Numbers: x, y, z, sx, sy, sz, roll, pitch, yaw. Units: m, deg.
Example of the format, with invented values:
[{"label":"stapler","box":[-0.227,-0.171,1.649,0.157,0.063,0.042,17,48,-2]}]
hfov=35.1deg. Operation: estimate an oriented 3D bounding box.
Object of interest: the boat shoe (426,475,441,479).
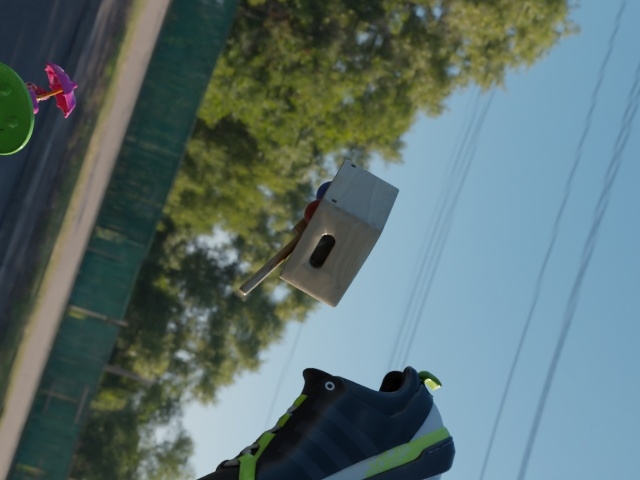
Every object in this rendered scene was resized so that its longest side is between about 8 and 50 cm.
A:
[{"label":"boat shoe","box":[0.070,0.295,1.187,0.219,0.070,0.078,-28,118,-49]}]

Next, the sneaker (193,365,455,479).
[{"label":"sneaker","box":[-0.013,0.141,0.709,0.084,0.234,0.097,-36,-113,56]}]

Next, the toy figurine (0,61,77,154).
[{"label":"toy figurine","box":[-0.430,-0.201,1.455,0.159,0.173,0.130,-34,117,-59]}]

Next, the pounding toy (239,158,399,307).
[{"label":"pounding toy","box":[0.000,0.000,1.094,0.141,0.100,0.130,-60,-179,30]}]
